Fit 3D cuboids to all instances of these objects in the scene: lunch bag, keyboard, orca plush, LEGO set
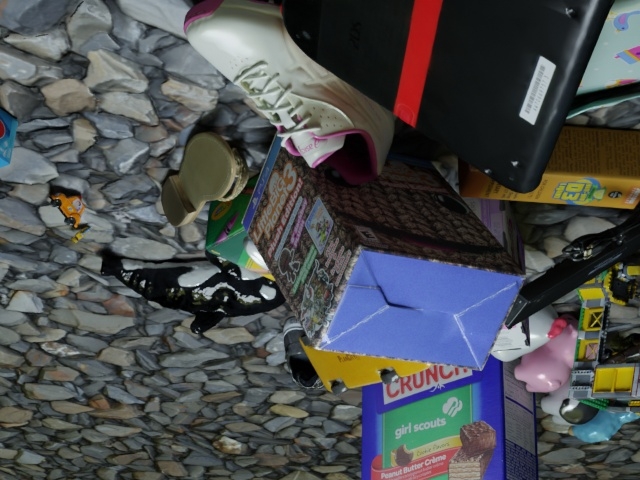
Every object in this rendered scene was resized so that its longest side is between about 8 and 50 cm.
[{"bbox_3d":[0.326,-0.227,1.453,0.223,0.160,0.262,-13,154,27],"label":"lunch bag"},{"bbox_3d":[0.373,0.005,1.817,0.317,0.033,0.201,-30,164,-21],"label":"keyboard"},{"bbox_3d":[-0.187,0.083,2.098,0.287,0.102,0.151,13,149,-17],"label":"orca plush"},{"bbox_3d":[0.524,0.161,2.037,0.331,0.255,0.192,31,157,-29],"label":"LEGO set"}]

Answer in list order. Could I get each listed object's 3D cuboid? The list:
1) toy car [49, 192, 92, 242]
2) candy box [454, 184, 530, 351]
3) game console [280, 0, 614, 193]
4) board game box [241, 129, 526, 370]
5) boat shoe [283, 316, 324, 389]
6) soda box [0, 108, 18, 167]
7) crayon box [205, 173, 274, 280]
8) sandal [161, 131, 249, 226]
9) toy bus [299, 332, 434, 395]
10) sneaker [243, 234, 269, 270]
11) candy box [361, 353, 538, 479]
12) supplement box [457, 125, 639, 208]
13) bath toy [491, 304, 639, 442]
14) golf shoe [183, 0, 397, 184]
[{"bbox_3d":[-0.349,-0.039,1.979,0.040,0.060,0.122,-39,174,-13],"label":"toy car"},{"bbox_3d":[0.236,0.038,1.923,0.070,0.165,0.196,-7,150,14],"label":"candy box"},{"bbox_3d":[0.108,-0.235,1.367,0.342,0.060,0.386,34,156,13],"label":"game console"},{"bbox_3d":[0.069,0.009,1.706,0.232,0.291,0.141,9,116,-28],"label":"board game box"},{"bbox_3d":[-0.021,0.208,2.337,0.080,0.076,0.228,0,151,4],"label":"boat shoe"},{"bbox_3d":[-0.490,-0.112,1.801,0.210,0.071,0.067,-17,145,30],"label":"soda box"},{"bbox_3d":[0.000,0.000,1.957,0.278,0.081,0.165,25,143,-35],"label":"crayon box"},{"bbox_3d":[-0.135,-0.088,1.843,0.079,0.088,0.240,-19,170,-30],"label":"sandal"},{"bbox_3d":[0.091,0.143,2.099,0.130,0.108,0.332,-33,-177,-26],"label":"toy bus"},{"bbox_3d":[-0.031,0.013,1.857,0.152,0.054,0.061,17,132,-29],"label":"sneaker"},{"bbox_3d":[0.204,0.308,2.255,0.268,0.317,0.122,-19,143,31],"label":"candy box"},{"bbox_3d":[0.294,-0.095,1.771,0.233,0.080,0.078,2,153,-5],"label":"supplement box"},{"bbox_3d":[0.389,0.186,2.209,0.129,0.151,0.348,-9,143,38],"label":"bath toy"},{"bbox_3d":[-0.026,-0.169,1.600,0.306,0.140,0.115,25,145,-33],"label":"golf shoe"}]
